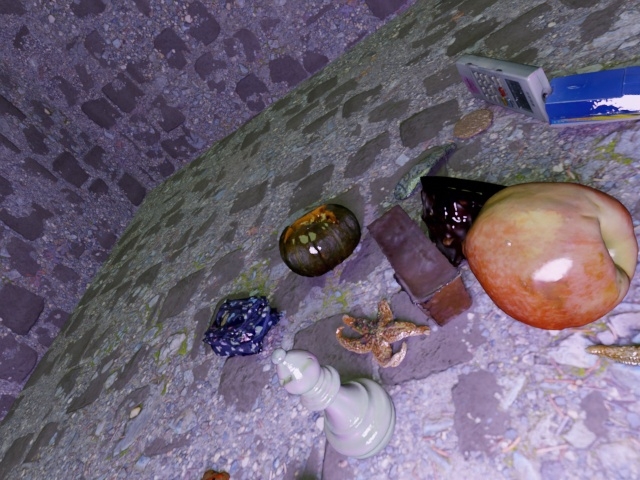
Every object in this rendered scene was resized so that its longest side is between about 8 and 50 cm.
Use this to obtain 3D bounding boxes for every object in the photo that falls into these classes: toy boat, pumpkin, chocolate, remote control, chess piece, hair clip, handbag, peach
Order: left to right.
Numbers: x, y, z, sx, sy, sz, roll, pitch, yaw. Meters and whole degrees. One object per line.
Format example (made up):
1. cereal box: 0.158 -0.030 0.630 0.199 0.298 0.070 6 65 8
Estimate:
1. handbag: -0.223 0.231 1.121 0.260 0.113 0.162 -16 33 48
2. pumpkin: 0.001 0.003 1.104 0.237 0.159 0.238 -26 14 7
3. chess piece: 0.008 0.257 0.680 0.139 0.272 0.139 -28 35 22
4. chocolate: 0.207 0.049 0.869 0.111 0.112 0.321 -36 31 8
5. hair clip: 0.295 -0.202 1.141 0.229 0.036 0.066 -43 38 0
6. chocolate: 0.311 -0.034 0.861 0.224 0.206 0.177 -121 36 -68
7. remote control: 0.490 -0.422 1.089 0.050 0.145 0.344 -41 30 10
8. peach: 0.344 0.019 0.652 0.256 0.232 0.233 -6 46 56
9. toy boat: 0.643 -0.300 0.838 0.294 0.088 0.129 6 59 37

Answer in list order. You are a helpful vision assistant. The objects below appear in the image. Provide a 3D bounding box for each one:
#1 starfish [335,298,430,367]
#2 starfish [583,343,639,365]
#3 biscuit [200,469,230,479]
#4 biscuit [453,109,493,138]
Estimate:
1. starfish: 0.130 0.197 0.849 0.209 0.053 0.150 -14 53 31
2. starfish: 0.467 0.156 0.521 0.216 0.050 0.224 -17 34 47
3. biscuit: -0.239 0.549 0.841 0.119 0.019 0.130 -35 33 13
4. biscuit: 0.439 -0.336 1.163 0.120 0.015 0.120 -30 33 22
